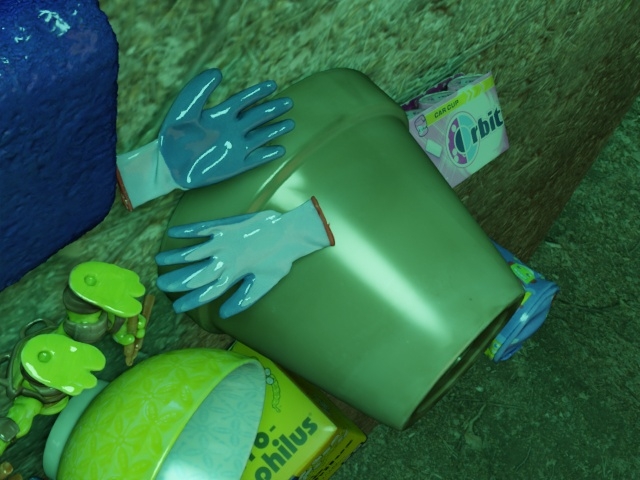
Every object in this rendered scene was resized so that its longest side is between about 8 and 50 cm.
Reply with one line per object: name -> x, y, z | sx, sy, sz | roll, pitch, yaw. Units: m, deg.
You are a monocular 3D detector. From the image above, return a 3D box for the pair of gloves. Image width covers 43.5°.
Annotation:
pair of gloves -> -0.078, -0.036, 0.654 | 0.159, 0.023, 0.198 | -26, 113, -14

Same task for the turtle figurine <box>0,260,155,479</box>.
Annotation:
turtle figurine -> -0.215, 0.096, 0.679 | 0.269, 0.087, 0.217 | -49, -178, -39

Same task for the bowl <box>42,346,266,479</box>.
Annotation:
bowl -> -0.190, 0.227, 0.838 | 0.289, 0.156, 0.289 | -59, 162, -32

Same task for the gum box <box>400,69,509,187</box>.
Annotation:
gum box -> 0.157, -0.133, 1.006 | 0.188, 0.062, 0.107 | -34, 116, -36

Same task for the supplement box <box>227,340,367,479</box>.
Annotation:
supplement box -> -0.076, 0.304, 1.249 | 0.194, 0.195, 0.356 | -46, 161, -4

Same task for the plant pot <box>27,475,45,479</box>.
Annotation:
plant pot -> -0.334, 0.407, 0.836 | 0.236, 0.236, 0.212 | -52, 167, 13

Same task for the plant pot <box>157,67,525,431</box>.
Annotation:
plant pot -> 0.044, 0.031, 0.830 | 0.323, 0.280, 0.323 | -42, 160, -19

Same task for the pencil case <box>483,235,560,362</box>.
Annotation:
pencil case -> 0.146, 0.029, 1.022 | 0.119, 0.306, 0.133 | -27, 145, -43

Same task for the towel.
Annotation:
towel -> -0.251, -0.007, 0.427 | 0.308, 0.076, 0.227 | -37, 166, -30
